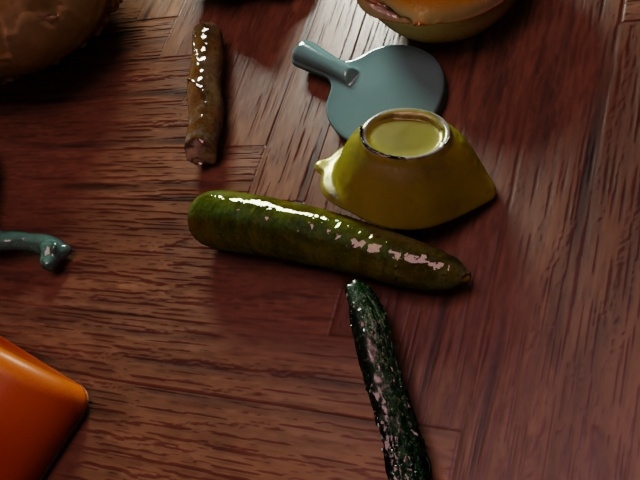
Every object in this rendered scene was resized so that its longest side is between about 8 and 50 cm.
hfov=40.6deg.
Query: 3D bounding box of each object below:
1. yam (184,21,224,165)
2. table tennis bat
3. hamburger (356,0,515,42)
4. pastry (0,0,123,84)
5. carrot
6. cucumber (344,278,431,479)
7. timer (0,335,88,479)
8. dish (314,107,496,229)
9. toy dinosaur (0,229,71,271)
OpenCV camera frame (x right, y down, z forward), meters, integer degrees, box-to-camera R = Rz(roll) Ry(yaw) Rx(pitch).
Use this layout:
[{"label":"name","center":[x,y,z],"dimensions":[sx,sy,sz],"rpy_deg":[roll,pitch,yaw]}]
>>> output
[{"label":"yam","center":[-0.159,-0.205,1.181],"dimensions":[0.057,0.057,0.241],"rpy_deg":[-15,55,18]},{"label":"table tennis bat","center":[0.051,-0.194,1.079],"dimensions":[0.237,0.038,0.149],"rpy_deg":[33,81,34]},{"label":"hamburger","center":[0.147,-0.341,1.050],"dimensions":[0.237,0.147,0.237],"rpy_deg":[-11,58,19]},{"label":"pastry","center":[-0.485,-0.411,1.361],"dimensions":[0.410,0.245,0.409],"rpy_deg":[-13,58,21]},{"label":"carrot","center":[0.000,0.000,0.956],"dimensions":[0.358,0.074,0.074],"rpy_deg":[12,66,32]},{"label":"cucumber","center":[0.063,0.141,0.842],"dimensions":[0.044,0.043,0.256],"rpy_deg":[-19,55,7]},{"label":"timer","center":[-0.432,0.233,1.011],"dimensions":[0.250,0.161,0.257],"rpy_deg":[25,73,21]},{"label":"dish","center":[0.087,-0.091,0.932],"dimensions":[0.208,0.080,0.149],"rpy_deg":[9,48,16]},{"label":"toy dinosaur","center":[-0.495,-0.096,1.275],"dimensions":[0.331,0.129,0.383],"rpy_deg":[-8,55,10]}]
